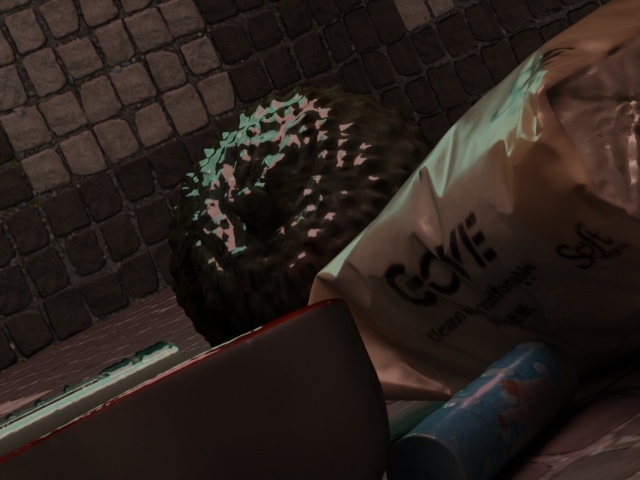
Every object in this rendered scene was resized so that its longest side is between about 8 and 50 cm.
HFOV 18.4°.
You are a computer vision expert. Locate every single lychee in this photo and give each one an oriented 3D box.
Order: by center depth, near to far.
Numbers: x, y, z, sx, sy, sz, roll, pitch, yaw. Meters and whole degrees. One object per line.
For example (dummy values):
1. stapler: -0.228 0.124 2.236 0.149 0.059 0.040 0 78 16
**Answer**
1. lychee: 0.000 0.000 1.665 0.255 0.255 0.274 -24 -27 13

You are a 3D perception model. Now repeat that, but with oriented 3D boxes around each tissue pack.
1. tissue pack: 0.194 -0.031 1.241 0.390 0.195 0.375 -27 -10 -34

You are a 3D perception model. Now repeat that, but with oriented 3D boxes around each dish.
1. dish: -0.069 0.131 0.973 0.256 0.117 0.256 -27 -5 -3

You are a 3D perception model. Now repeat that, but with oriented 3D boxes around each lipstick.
1. lipstick: 0.090 0.099 1.065 0.048 0.048 0.158 -22 4 33

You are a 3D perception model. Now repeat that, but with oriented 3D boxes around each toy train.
1. toy train: -0.284 0.206 1.601 0.407 0.088 0.086 -27 5 -14
